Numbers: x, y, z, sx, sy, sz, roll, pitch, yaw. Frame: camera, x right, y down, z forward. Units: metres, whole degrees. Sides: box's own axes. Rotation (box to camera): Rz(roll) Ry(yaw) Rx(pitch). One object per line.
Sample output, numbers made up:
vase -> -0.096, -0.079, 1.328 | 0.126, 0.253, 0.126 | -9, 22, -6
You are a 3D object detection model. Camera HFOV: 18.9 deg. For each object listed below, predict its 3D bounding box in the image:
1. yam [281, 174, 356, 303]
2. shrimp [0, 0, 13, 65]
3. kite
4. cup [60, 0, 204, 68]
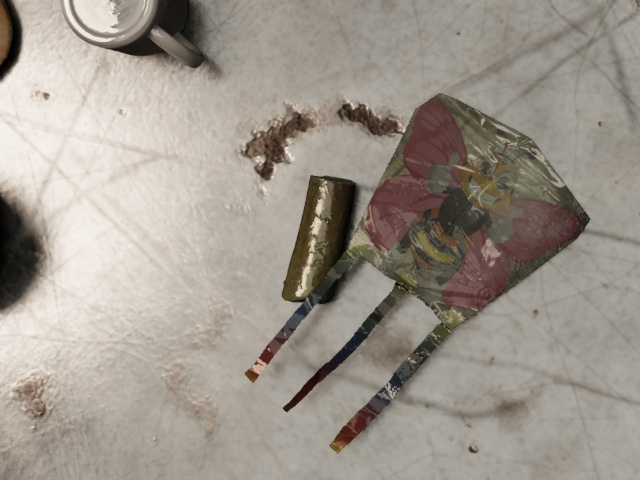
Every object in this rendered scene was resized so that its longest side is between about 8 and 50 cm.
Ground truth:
yam -> 0.000, 0.000, 1.893 | 0.054, 0.054, 0.132 | 13, 89, 8
shrimp -> -0.409, -0.248, 1.963 | 0.152, 0.046, 0.219 | -27, 85, 3
kite -> 0.091, 0.036, 1.862 | 0.204, 0.022, 0.360 | 39, 84, 0
cup -> -0.174, -0.230, 1.885 | 0.136, 0.133, 0.099 | 12, 93, 8
